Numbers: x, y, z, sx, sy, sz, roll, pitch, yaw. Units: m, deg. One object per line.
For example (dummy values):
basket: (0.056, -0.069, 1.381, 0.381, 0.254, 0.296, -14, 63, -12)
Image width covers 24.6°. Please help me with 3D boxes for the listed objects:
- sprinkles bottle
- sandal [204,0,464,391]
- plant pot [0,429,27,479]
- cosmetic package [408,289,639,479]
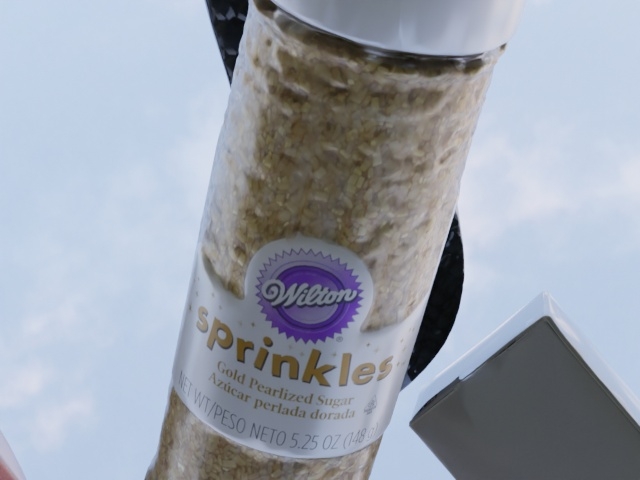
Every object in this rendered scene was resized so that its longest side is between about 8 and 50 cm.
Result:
sprinkles bottle: (0.000, 0.000, 0.700, 0.121, 0.355, 0.121, 10, -149, -6)
sandal: (0.009, -0.065, 0.977, 0.167, 0.446, 0.107, -4, -145, -2)
plant pot: (-0.370, 0.159, 1.078, 0.236, 0.267, 0.267, 31, -114, 37)
cosmetic package: (0.183, 0.166, 1.019, 0.127, 0.107, 0.238, -38, -90, 13)
